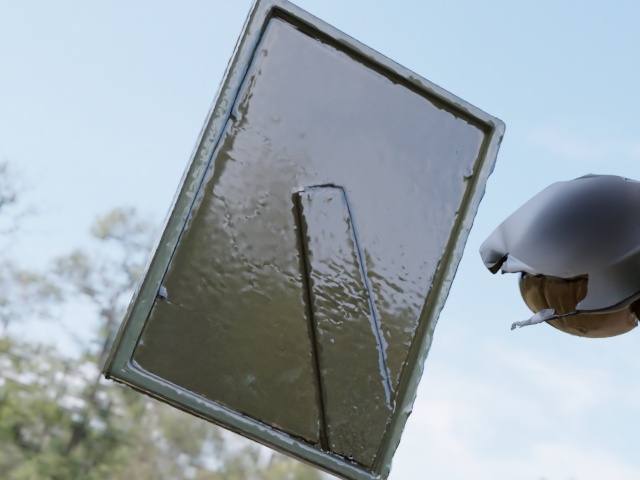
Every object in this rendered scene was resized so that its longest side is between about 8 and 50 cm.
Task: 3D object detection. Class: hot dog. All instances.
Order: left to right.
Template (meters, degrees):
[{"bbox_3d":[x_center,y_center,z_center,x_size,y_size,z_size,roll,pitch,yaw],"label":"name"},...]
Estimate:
[{"bbox_3d":[0.278,0.041,1.493,0.107,0.194,0.326,47,7,-18],"label":"hot dog"}]

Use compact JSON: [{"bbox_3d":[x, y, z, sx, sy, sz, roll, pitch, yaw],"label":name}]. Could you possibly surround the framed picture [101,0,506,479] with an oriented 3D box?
[{"bbox_3d":[0.000,0.000,1.133,0.232,0.314,0.024,27,-20,-20],"label":"framed picture"}]
